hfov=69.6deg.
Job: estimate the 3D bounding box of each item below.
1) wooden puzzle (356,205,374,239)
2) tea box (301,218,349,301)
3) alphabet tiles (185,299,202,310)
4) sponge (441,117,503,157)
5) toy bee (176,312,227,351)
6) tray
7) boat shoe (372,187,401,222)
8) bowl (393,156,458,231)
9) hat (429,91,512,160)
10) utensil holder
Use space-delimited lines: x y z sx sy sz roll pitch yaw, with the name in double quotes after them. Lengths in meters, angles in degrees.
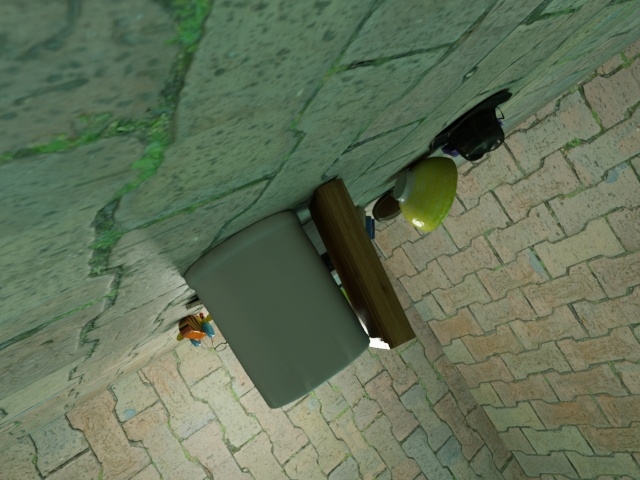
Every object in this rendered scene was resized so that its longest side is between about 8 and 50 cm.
0.202 0.018 2.038 0.080 0.322 0.348 -1 180 6 "wooden puzzle"
-0.011 0.114 1.593 0.329 0.220 0.323 -33 153 10 "tea box"
-0.326 0.186 1.629 0.284 0.021 0.278 -20 177 10 "alphabet tiles"
0.558 -0.383 1.707 0.210 0.031 0.117 -34 -163 3 "sponge"
-0.542 0.386 2.027 0.195 0.162 0.298 -23 148 -16 "toy bee"
0.090 0.067 1.163 0.076 0.411 0.203 -24 173 -11 "tray"
0.364 -0.201 2.066 0.324 0.123 0.116 -38 170 -18 "boat shoe"
0.367 -0.188 1.721 0.156 0.289 0.289 13 160 -14 "bowl"
0.516 -0.341 1.503 0.331 0.134 0.331 -33 174 -4 "hat"
-0.102 0.172 1.166 0.327 0.385 0.327 -32 176 -3 "utensil holder"
